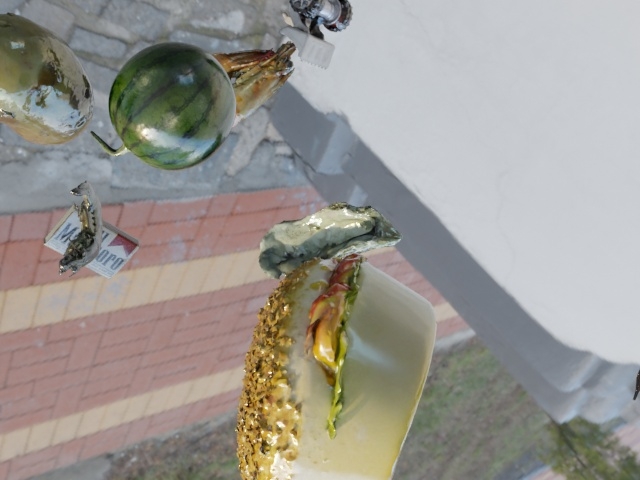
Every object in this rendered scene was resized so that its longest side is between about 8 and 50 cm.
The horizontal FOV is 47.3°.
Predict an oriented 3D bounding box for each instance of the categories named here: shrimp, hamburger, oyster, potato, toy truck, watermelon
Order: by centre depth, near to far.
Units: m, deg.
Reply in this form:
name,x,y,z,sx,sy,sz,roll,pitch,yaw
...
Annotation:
name,x,y,z,sx,sy,sz,roll,pitch,yaw
hamburger,0.005,0.151,0.766,0.276,0.179,0.294,-68,174,-71
watermelon,-0.229,-0.191,1.093,0.214,0.188,0.188,-43,149,-3
potato,-0.450,-0.247,1.149,0.165,0.165,0.262,-39,163,-1
toy truck,-0.006,-0.448,1.257,0.136,0.111,0.286,-3,109,-61
shrimp,-0.421,-0.023,1.279,0.051,0.217,0.150,3,112,-3
oyster,-0.002,-0.002,1.362,0.252,0.199,0.087,-37,133,4
shrimp,-0.169,-0.342,1.545,0.294,0.154,0.062,-34,-168,-4

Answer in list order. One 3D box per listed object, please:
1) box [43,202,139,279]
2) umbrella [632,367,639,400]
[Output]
name,x,y,z,sx,sy,sz,roll,pitch,yaw
box,-0.512,0.003,1.641,0.115,0.036,0.177,-46,128,11
umbrella,0.366,0.121,0.807,0.122,0.013,0.022,-60,-167,-12
